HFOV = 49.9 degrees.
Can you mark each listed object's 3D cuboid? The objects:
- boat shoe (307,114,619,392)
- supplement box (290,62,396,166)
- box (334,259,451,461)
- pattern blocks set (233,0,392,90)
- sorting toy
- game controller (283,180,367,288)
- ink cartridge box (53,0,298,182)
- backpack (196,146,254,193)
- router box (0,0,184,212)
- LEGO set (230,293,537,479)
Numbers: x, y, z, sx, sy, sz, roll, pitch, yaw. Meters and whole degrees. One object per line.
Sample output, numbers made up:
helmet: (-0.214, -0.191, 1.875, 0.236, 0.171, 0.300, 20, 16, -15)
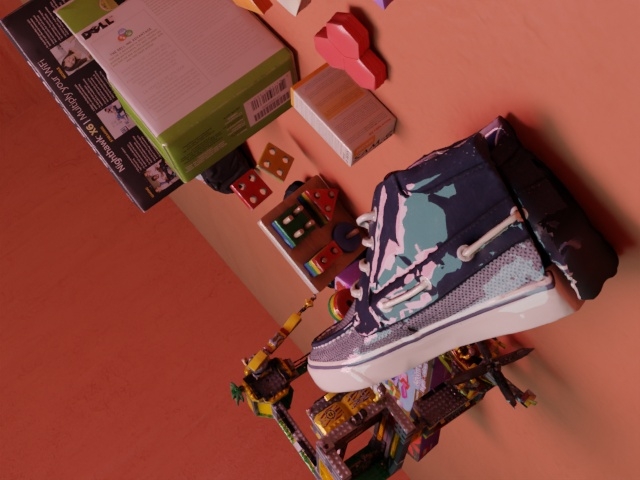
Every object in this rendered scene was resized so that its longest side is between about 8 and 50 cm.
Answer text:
boat shoe: (0.078, 0.022, 0.623, 0.340, 0.127, 0.158, -31, 93, 42)
supplement box: (0.023, -0.134, 0.715, 0.098, 0.062, 0.036, 49, 166, 15)
box: (0.109, 0.197, 1.096, 0.201, 0.057, 0.293, 35, 142, 34)
pattern blocks set: (-0.069, -0.280, 0.585, 0.325, 0.026, 0.285, 39, 167, 14)
sorting toy: (-0.004, -0.024, 0.982, 0.274, 0.132, 0.046, 51, 144, -3)
game controller: (0.000, 0.000, 1.197, 0.166, 0.067, 0.319, 36, 166, 4)
ink cartridge box: (-0.176, -0.231, 0.860, 0.255, 0.189, 0.097, 48, 168, 20)
backpack: (-0.225, -0.182, 1.319, 0.182, 0.115, 0.152, 47, 169, 32)
router box: (-0.246, -0.234, 0.966, 0.309, 0.243, 0.081, 58, 165, -25)
LEGO set: (0.064, 0.150, 0.817, 0.255, 0.331, 0.192, 60, 164, 29)
